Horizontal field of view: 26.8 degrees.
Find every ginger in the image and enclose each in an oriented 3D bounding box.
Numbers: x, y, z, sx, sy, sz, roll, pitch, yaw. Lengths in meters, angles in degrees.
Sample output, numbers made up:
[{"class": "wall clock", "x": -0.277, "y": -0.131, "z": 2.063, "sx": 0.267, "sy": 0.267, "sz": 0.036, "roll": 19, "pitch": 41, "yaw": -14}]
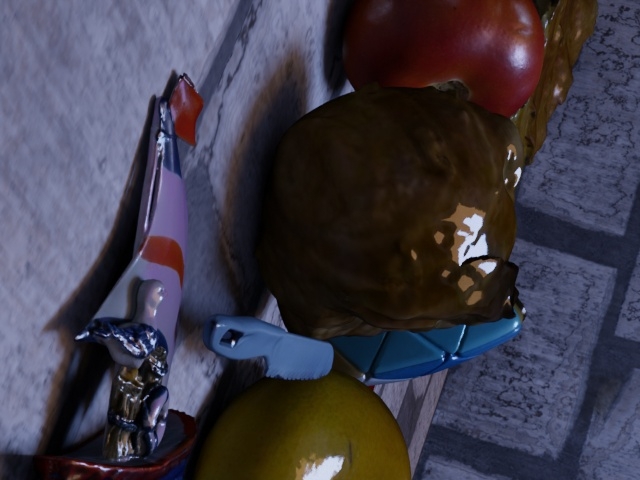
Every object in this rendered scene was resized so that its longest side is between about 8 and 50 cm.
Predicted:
[{"class": "ginger", "x": 0.048, "y": -0.021, "z": 1.172, "sx": 0.269, "sy": 0.200, "sz": 0.223, "roll": -9, "pitch": -92, "yaw": 64}]

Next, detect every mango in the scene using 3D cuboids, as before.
[{"class": "mango", "x": -0.019, "y": 0.223, "z": 1.277, "sx": 0.317, "sy": 0.173, "sz": 0.211, "roll": 35, "pitch": 74, "yaw": -65}]

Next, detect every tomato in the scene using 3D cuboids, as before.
[{"class": "tomato", "x": 0.115, "y": -0.188, "z": 1.273, "sx": 0.195, "sy": 0.195, "sz": 0.136, "roll": 87, "pitch": 2, "yaw": -57}]

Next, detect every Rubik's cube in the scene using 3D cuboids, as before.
[{"class": "Rubik's cube", "x": 0.055, "y": 0.057, "z": 1.471, "sx": 0.254, "sy": 0.254, "sz": 0.254, "roll": 16, "pitch": 90, "yaw": -78}]

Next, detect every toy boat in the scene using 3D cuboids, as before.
[{"class": "toy boat", "x": -0.118, "y": 0.066, "z": 0.902, "sx": 0.219, "sy": 0.072, "sz": 0.318, "roll": 73, "pitch": 26, "yaw": -64}]

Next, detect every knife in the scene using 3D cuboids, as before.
[{"class": "knife", "x": -0.033, "y": 0.090, "z": 1.079, "sx": 0.044, "sy": 0.019, "sz": 0.313, "roll": -67, "pitch": 161, "yaw": -1}]

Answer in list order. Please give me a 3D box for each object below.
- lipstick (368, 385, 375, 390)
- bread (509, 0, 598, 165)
[{"class": "lipstick", "x": 0.047, "y": 0.117, "z": 1.628, "sx": 0.080, "sy": 0.080, "sz": 0.241, "roll": 52, "pitch": 56, "yaw": -75}, {"class": "bread", "x": 0.186, "y": -0.278, "z": 1.479, "sx": 0.370, "sy": 0.191, "sz": 0.314, "roll": 77, "pitch": 36, "yaw": -58}]
